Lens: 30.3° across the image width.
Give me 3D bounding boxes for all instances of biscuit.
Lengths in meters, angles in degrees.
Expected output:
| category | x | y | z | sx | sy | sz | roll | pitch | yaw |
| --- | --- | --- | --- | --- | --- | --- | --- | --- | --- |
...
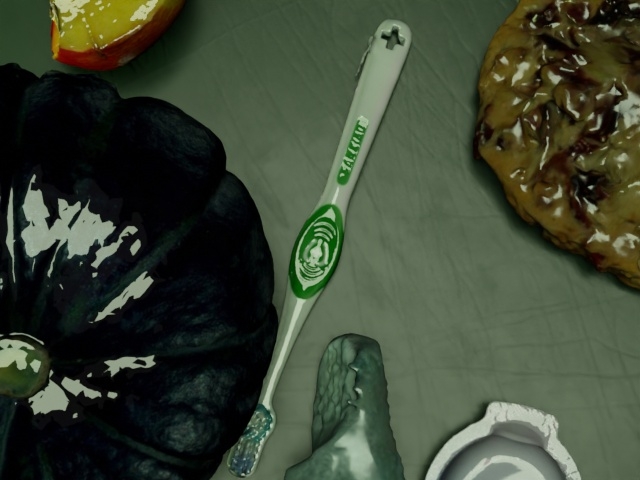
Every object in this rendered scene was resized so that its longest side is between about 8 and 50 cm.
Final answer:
| category | x | y | z | sx | sy | sz | roll | pitch | yaw |
| --- | --- | --- | --- | --- | --- | --- | --- | --- | --- |
| biscuit | 0.299 | -0.103 | 1.001 | 0.334 | 0.081 | 0.289 | 20 | 84 | 1 |

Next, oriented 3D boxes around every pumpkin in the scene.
| category | x | y | z | sx | sy | sz | roll | pitch | yaw |
| --- | --- | --- | --- | --- | --- | --- | --- | --- | --- |
| pumpkin | -0.207 | 0.048 | 0.869 | 0.363 | 0.266 | 0.363 | -1 | 100 | -3 |

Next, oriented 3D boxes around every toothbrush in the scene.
| category | x | y | z | sx | sy | sz | roll | pitch | yaw |
| --- | --- | --- | --- | --- | --- | --- | --- | --- | --- |
| toothbrush | 0.000 | 0.001 | 1.010 | 0.042 | 0.040 | 0.418 | 20 | 78 | 0 |

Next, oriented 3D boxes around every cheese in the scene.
| category | x | y | z | sx | sy | sz | roll | pitch | yaw |
| --- | --- | --- | --- | --- | --- | --- | --- | --- | --- |
| cheese | 0.140 | 0.255 | 0.966 | 0.135 | 0.052 | 0.245 | 13 | 84 | 4 |

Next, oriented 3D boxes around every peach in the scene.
| category | x | y | z | sx | sy | sz | roll | pitch | yaw |
| --- | --- | --- | --- | --- | --- | --- | --- | --- | --- |
| peach | -0.172 | -0.211 | 0.994 | 0.151 | 0.118 | 0.151 | -7 | 44 | 7 |

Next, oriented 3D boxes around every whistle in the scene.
| category | x | y | z | sx | sy | sz | roll | pitch | yaw |
| --- | --- | --- | --- | --- | --- | --- | --- | --- | --- |
| whistle | 0.018 | 0.244 | 0.917 | 0.189 | 0.189 | 0.348 | 11 | 70 | 1 |
